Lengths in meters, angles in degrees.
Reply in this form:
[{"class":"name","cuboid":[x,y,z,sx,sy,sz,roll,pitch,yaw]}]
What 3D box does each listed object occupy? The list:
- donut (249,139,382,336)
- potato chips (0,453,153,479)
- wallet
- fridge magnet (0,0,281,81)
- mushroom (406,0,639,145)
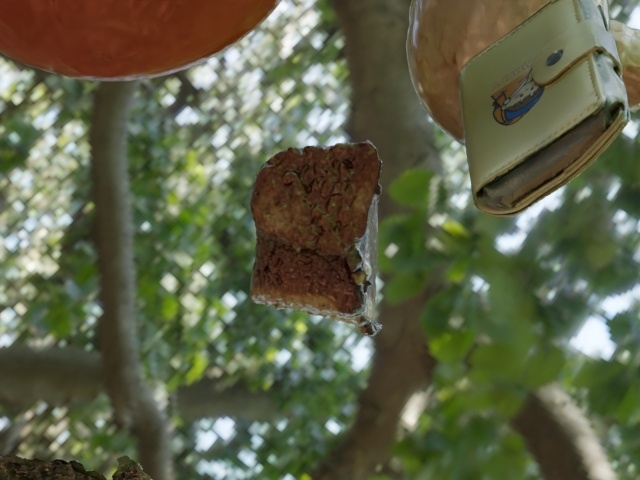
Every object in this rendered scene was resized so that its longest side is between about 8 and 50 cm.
[{"class":"donut","cuboid":[0.000,-0.001,1.538,0.126,0.144,0.186,5,-15,2]},{"class":"potato chips","cuboid":[-0.135,0.153,0.741,0.209,0.026,0.142,-30,-76,30]},{"class":"wallet","cuboid":[0.138,-0.088,1.048,0.110,0.155,0.039,-36,-63,23]},{"class":"fridge magnet","cuboid":[-0.175,-0.302,1.347,0.363,0.155,0.364,1,-63,2]},{"class":"mushroom","cuboid":[0.175,-0.174,1.374,0.209,0.206,0.206,-13,-57,-3]}]
